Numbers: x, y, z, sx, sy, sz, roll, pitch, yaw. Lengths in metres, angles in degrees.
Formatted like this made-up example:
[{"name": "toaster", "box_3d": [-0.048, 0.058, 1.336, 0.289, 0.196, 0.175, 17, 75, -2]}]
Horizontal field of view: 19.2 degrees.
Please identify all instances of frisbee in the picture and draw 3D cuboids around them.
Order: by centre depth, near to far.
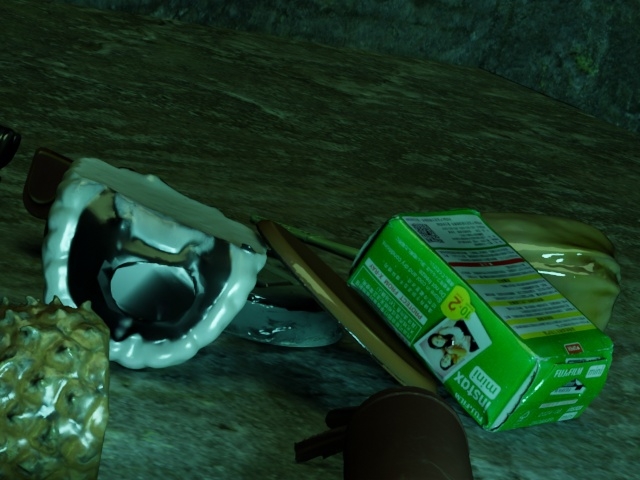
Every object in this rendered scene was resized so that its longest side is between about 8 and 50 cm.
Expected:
[{"name": "frisbee", "box_3d": [0.028, 0.068, 1.864, 0.251, 0.021, 0.251, 44, 4, -4]}]

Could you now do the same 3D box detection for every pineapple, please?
[{"name": "pineapple", "box_3d": [-0.330, 0.110, 1.344, 0.365, 0.165, 0.165, 4, 15, -10]}]

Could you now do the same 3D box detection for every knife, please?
[{"name": "knife", "box_3d": [0.000, 0.000, 2.399, 0.207, 0.014, 0.030, 19, 16, 21]}]

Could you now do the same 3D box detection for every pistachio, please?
[{"name": "pistachio", "box_3d": [0.213, 0.043, 2.152, 0.261, 0.162, 0.212, 11, -18, -3]}]

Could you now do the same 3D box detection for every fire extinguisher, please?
[{"name": "fire extinguisher", "box_3d": [0.049, 0.190, 1.508, 0.147, 0.106, 0.337, -10, 12, 2]}]

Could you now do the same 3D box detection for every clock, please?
[{"name": "clock", "box_3d": [-0.076, 0.054, 2.024, 0.226, 0.049, 0.226, 15, 13, -4]}]

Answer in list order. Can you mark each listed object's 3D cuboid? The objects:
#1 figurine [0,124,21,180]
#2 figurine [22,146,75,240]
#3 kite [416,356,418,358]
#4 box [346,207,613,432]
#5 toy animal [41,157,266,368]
[{"name": "figurine", "box_3d": [-0.522, -0.142, 2.155, 0.332, 0.204, 0.185, 42, -3, -3]}, {"name": "figurine", "box_3d": [-0.261, -0.026, 2.068, 0.082, 0.098, 0.154, 20, -11, 33]}, {"name": "kite", "box_3d": [0.147, 0.118, 2.074, 0.183, 0.014, 0.241, 16, 12, -1]}, {"name": "box", "box_3d": [0.165, 0.076, 1.924, 0.180, 0.103, 0.250, -2, 41, -51]}, {"name": "toy animal", "box_3d": [-0.172, 0.027, 1.799, 0.208, 0.156, 0.204, 25, 9, -9]}]
